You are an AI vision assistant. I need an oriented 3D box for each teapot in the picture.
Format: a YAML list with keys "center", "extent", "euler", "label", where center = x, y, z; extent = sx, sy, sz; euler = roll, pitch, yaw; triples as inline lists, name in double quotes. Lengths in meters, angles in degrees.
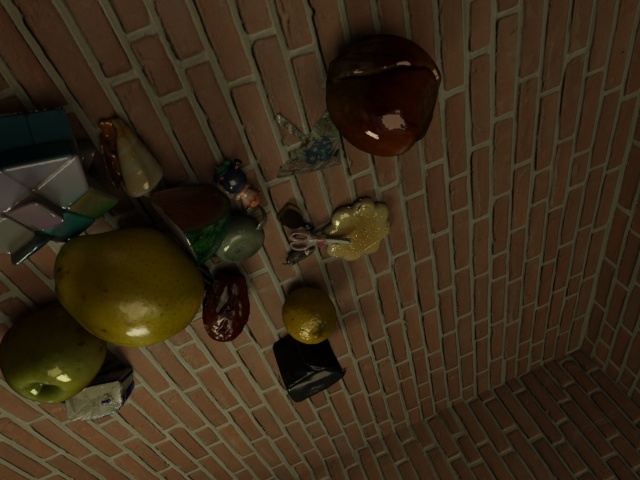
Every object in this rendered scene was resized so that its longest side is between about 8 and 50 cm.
- center: [-0.299, -0.014, 1.633]
  extent: [0.294, 0.129, 0.193]
  euler: [-43, 149, 19]
  label: "teapot"

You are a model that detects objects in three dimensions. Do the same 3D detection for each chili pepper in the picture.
- center: [-0.089, 0.062, 1.848]
  extent: [0.153, 0.041, 0.050]
  euler: [-31, 154, -18]
  label: "chili pepper"

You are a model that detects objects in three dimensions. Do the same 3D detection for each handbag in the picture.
- center: [-0.057, 0.538, 2.068]
  extent: [0.275, 0.302, 0.178]
  euler: [-30, 125, -1]
  label: "handbag"

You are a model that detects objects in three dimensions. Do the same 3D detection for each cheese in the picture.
- center: [-0.085, -0.075, 1.745]
  extent: [0.162, 0.036, 0.086]
  euler: [28, 110, -36]
  label: "cheese"

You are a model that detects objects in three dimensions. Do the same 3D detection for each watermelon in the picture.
- center: [-0.370, -0.073, 1.441]
  extent: [0.222, 0.292, 0.319]
  euler: [-41, 150, -18]
  label: "watermelon"

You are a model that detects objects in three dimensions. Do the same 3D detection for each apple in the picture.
- center: [-0.927, 0.408, 1.601]
  extent: [0.339, 0.305, 0.338]
  euler: [-12, 130, -14]
  label: "apple"

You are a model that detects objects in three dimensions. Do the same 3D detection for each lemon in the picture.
- center: [-0.044, 0.321, 1.928]
  extent: [0.228, 0.253, 0.228]
  euler: [-22, 136, -23]
  label: "lemon"

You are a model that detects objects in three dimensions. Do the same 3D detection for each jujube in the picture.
- center: [-0.367, 0.259, 1.792]
  extent: [0.197, 0.197, 0.290]
  euler: [3, 108, -24]
  label: "jujube"

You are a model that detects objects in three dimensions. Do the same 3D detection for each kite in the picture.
- center: [-0.041, -0.335, 1.578]
  extent: [0.314, 0.011, 0.335]
  euler: [29, 111, -36]
  label: "kite"

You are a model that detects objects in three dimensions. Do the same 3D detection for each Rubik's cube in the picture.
- center: [-0.764, -0.149, 1.215]
  extent: [0.387, 0.358, 0.368]
  euler: [-16, 135, -25]
  label: "Rubik's cube"

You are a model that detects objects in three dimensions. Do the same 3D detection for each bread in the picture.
- center: [0.153, -0.035, 1.863]
  extent: [0.316, 0.054, 0.316]
  euler: [-12, 131, -15]
  label: "bread"

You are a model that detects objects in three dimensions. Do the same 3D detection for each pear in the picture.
- center: [-0.555, 0.133, 1.351]
  extent: [0.418, 0.362, 0.362]
  euler: [16, 119, -23]
  label: "pear"

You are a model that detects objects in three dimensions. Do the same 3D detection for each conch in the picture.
- center: [-0.566, -0.246, 1.384]
  extent: [0.158, 0.127, 0.255]
  euler: [-4, 109, 18]
  label: "conch"

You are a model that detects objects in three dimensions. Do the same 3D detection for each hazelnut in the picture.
- center: [0.186, -0.436, 1.394]
  extent: [0.372, 0.372, 0.315]
  euler: [-4, 170, -19]
  label: "hazelnut"

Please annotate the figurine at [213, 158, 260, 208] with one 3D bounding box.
- center: [-0.274, -0.191, 1.536]
  extent: [0.111, 0.102, 0.195]
  euler: [-52, 127, -8]
  label: "figurine"

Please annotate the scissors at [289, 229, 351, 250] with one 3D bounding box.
- center: [0.000, 0.000, 1.790]
  extent: [0.242, 0.030, 0.118]
  euler: [1, 145, -1]
  label: "scissors"

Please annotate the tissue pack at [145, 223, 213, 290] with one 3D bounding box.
- center: [-0.580, 0.121, 1.640]
  extent: [0.245, 0.123, 0.332]
  euler: [-36, 131, 4]
  label: "tissue pack"

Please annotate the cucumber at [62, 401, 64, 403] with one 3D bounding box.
- center: [-1.074, 0.580, 1.838]
  extent: [0.069, 0.069, 0.227]
  euler: [-18, 127, -9]
  label: "cucumber"

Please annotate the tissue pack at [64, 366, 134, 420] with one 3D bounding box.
- center: [-0.859, 0.604, 1.802]
  extent: [0.209, 0.270, 0.137]
  euler: [-13, 88, -15]
  label: "tissue pack"
